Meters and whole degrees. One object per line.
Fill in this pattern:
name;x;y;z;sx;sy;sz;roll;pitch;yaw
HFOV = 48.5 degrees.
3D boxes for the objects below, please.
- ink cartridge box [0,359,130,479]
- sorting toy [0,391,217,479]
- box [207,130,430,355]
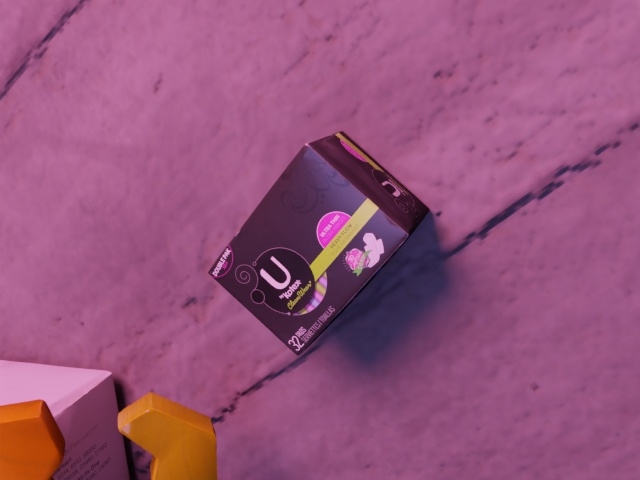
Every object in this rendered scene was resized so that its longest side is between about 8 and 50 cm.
ink cartridge box;-0.196;0.181;0.440;0.148;0.086;0.203;1;105;20
sorting toy;-0.080;0.219;0.391;0.229;0.041;0.307;-7;104;-15
box;0.000;0.000;0.341;0.062;0.052;0.083;42;115;5
